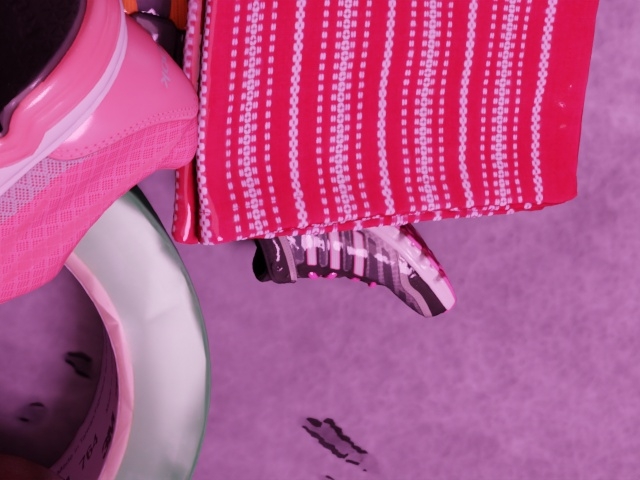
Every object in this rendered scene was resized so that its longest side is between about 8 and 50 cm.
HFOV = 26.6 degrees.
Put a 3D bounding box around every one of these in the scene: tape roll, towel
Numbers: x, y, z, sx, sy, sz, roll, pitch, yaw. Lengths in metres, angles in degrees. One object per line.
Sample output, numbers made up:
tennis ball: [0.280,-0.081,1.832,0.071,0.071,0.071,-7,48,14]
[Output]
tape roll: [-0.221,0.073,0.703,0.321,0.077,0.321,-5,110,-14]
towel: [0.048,-0.101,0.685,0.275,0.031,0.199,-7,109,-41]

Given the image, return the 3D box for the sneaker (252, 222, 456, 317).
sneaker: [0.000,0.000,0.751,0.170,0.063,0.075,36,101,-23]

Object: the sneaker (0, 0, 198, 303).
sneaker: [-0.181,0.010,0.583,0.314,0.116,0.136,-34,146,15]

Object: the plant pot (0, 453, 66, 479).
plant pot: [-0.154,0.191,0.630,0.167,0.165,0.167,-5,109,-14]

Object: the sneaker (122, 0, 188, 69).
sneaker: [-0.131,-0.170,0.635,0.321,0.124,0.180,6,102,-29]
